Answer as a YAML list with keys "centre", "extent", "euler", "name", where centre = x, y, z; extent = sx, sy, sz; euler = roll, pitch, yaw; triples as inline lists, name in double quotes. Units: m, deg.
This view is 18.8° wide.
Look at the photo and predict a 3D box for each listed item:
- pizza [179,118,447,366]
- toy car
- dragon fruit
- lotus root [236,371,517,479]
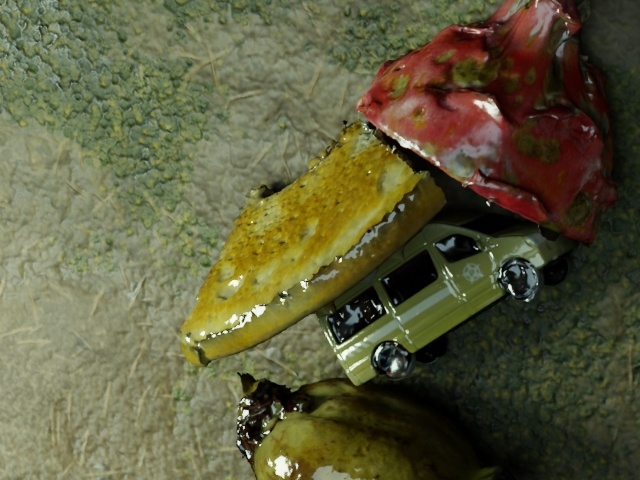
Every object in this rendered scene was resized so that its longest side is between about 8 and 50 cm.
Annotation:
- centre: [0.000, 0.000, 1.846]
  extent: [0.323, 0.223, 0.089]
  euler: [-34, 117, 27]
  name: "pizza"
- centre: [0.119, 0.037, 1.854]
  extent: [0.256, 0.101, 0.124]
  euler: [-35, 84, 28]
  name: "toy car"
- centre: [0.165, -0.143, 1.754]
  extent: [0.262, 0.134, 0.211]
  euler: [29, 93, 23]
  name: "dragon fruit"
- centre: [0.051, 0.225, 1.899]
  extent: [0.314, 0.169, 0.141]
  euler: [18, 125, 16]
  name: "lotus root"
